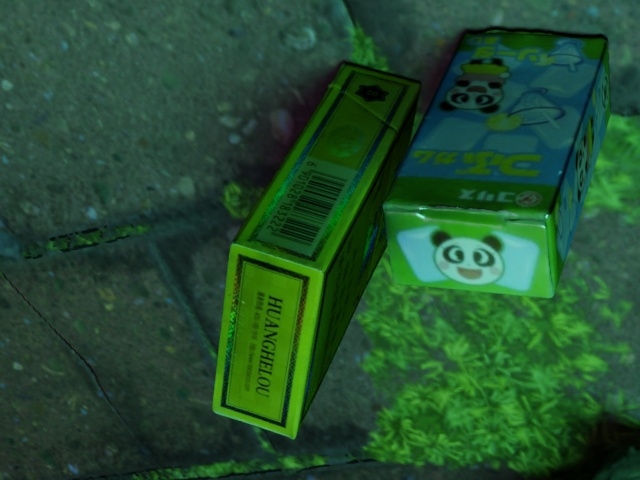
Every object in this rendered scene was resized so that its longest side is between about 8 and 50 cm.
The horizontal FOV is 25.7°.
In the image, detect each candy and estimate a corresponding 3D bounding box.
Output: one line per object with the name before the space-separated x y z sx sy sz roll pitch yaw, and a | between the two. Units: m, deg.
candy | 0.109 -0.051 0.834 0.097 0.194 0.062 5 129 20

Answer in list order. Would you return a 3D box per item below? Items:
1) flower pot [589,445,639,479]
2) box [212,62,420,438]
flower pot | 0.247 0.307 0.975 0.301 0.302 0.213 31 130 0
box | 0.001 0.000 0.903 0.064 0.220 0.141 17 130 11
